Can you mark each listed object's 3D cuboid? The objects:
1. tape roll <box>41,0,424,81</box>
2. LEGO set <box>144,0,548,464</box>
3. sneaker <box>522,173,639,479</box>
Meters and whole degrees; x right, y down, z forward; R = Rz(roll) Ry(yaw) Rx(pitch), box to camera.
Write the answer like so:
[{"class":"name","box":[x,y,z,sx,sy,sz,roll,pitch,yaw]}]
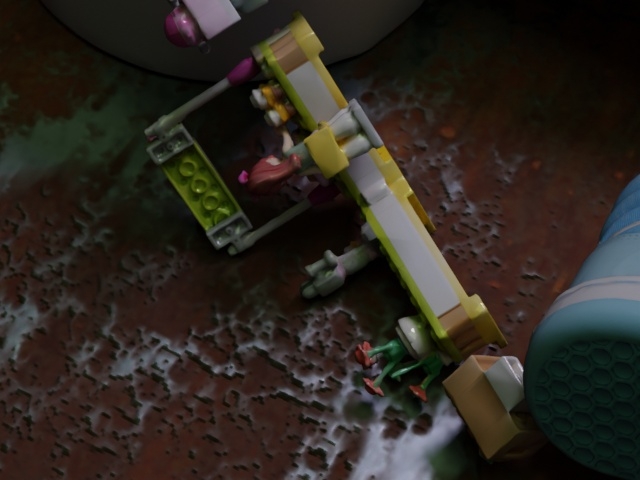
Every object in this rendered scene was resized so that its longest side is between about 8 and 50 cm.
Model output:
[{"class":"tape roll","box":[-0.053,-0.234,0.931,0.286,0.100,0.286,1,60,-1]},{"class":"LEGO set","box":[0.000,0.000,0.797,0.107,0.132,0.287,-32,92,4]},{"class":"sneaker","box":[0.270,0.029,0.733,0.319,0.127,0.208,11,37,15]}]
